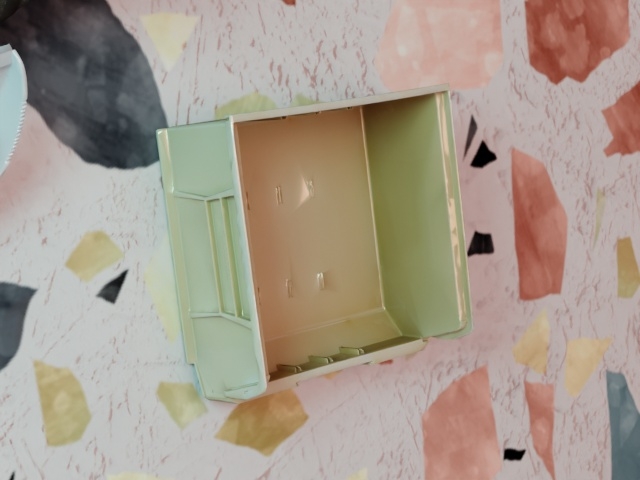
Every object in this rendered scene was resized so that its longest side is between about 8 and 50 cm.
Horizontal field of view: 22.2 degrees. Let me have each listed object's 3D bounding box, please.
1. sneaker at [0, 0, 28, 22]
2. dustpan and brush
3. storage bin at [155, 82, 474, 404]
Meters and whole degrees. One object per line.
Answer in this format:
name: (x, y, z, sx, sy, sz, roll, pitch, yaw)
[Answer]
sneaker: (-0.234, -0.272, 1.263, 0.483, 0.202, 0.185, -47, 118, -29)
dustpan and brush: (-0.294, -0.040, 1.268, 0.147, 0.211, 0.060, -28, 65, -36)
storage bin: (0.000, 0.000, 1.518, 0.262, 0.123, 0.260, -13, 99, -40)
